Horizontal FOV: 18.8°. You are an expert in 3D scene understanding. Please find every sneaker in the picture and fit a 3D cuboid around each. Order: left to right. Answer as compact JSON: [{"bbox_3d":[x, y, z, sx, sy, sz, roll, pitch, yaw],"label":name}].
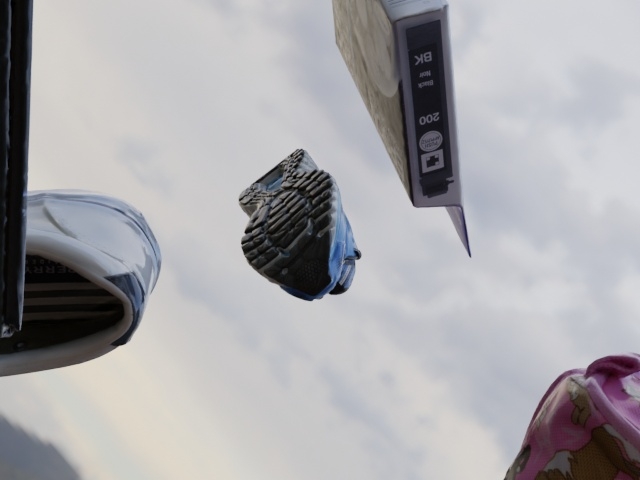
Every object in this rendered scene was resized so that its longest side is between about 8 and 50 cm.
[{"bbox_3d":[-0.203,0.021,0.892,0.091,0.258,0.094,-105,-173,-72],"label":"sneaker"},{"bbox_3d":[0.000,0.000,1.083,0.073,0.063,0.162,50,9,-15],"label":"sneaker"}]

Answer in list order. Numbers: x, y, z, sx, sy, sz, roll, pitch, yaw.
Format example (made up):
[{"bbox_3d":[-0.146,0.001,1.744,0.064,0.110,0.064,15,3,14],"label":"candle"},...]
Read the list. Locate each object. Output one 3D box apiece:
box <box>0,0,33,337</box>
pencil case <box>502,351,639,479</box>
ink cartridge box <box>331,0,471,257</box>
[{"bbox_3d":[-0.176,-0.048,0.537,0.077,0.180,0.147,-152,-117,-64],"label":"box"},{"bbox_3d":[0.104,0.244,1.081,0.167,0.386,0.160,30,20,-22],"label":"pencil case"},{"bbox_3d":[0.049,-0.122,1.306,0.206,0.045,0.208,-111,-171,-50],"label":"ink cartridge box"}]
